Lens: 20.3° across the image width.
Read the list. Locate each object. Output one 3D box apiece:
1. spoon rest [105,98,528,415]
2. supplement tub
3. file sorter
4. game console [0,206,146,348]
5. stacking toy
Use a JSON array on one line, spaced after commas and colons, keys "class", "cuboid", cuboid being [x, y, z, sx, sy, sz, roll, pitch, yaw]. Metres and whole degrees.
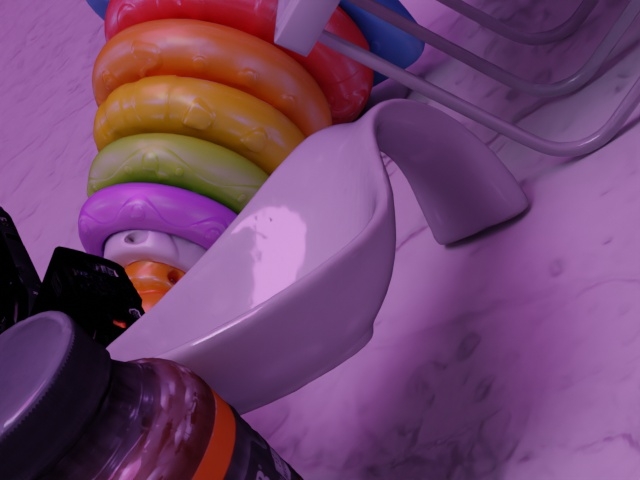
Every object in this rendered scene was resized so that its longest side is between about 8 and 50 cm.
[{"class": "spoon rest", "cuboid": [0.000, 0.000, 0.769, 0.137, 0.084, 0.276, -24, 4, 33]}, {"class": "supplement tub", "cuboid": [-0.050, 0.115, 0.637, 0.106, 0.198, 0.106, -33, 27, 20]}, {"class": "file sorter", "cuboid": [0.099, -0.202, 0.925, 0.193, 0.173, 0.277, -57, 16, 28]}, {"class": "game console", "cuboid": [-0.166, 0.088, 0.927, 0.213, 0.044, 0.361, -68, 22, 11]}, {"class": "stacking toy", "cuboid": [-0.072, -0.025, 0.999, 0.166, 0.175, 0.301, -24, 43, 48]}]
